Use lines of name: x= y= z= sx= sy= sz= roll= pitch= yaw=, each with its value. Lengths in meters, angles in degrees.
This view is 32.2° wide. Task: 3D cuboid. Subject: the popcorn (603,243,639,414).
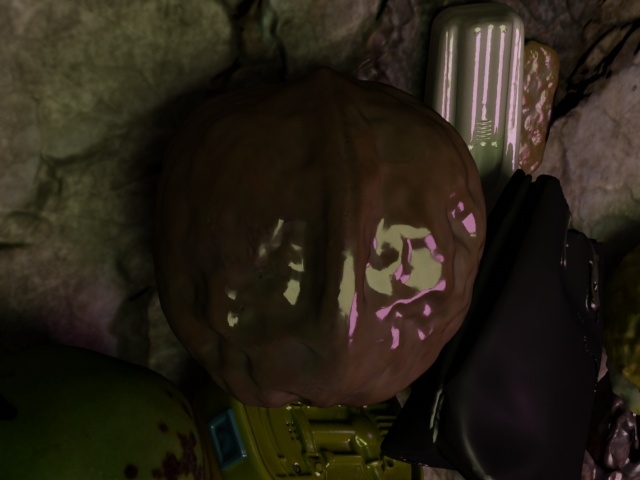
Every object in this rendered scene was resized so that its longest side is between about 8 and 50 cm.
popcorn: x=0.396 y=0.089 z=1.186 sx=0.221 sy=0.204 sz=0.183 roll=-41 pitch=177 yaw=-43

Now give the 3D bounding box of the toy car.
toy car: x=-0.025 y=0.195 z=1.007 sx=0.142 sy=0.200 sz=0.247 roll=-37 pitch=147 yaw=30

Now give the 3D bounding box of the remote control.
remote control: x=0.139 y=-0.098 z=1.006 sx=0.090 sy=0.049 sz=0.230 roll=-9 pitch=122 yaw=-12

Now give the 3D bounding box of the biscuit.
biscuit: x=0.192 y=-0.120 z=1.055 sx=0.071 sy=0.018 sz=0.147 roll=-10 pitch=123 yaw=-25

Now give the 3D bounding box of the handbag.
handbag: x=0.188 y=0.099 z=1.053 sx=0.342 sy=0.152 sz=0.288 roll=36 pitch=73 yaw=-62

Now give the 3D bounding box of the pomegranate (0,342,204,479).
pomegranate: x=-0.201 y=0.203 z=0.834 sx=0.254 sy=0.271 sz=0.254 roll=-21 pitch=163 yaw=-7

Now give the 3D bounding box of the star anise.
star anise: x=0.299 y=0.296 z=1.302 sx=0.331 sy=0.117 sz=0.332 roll=-13 pitch=117 yaw=-27

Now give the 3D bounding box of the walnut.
walnut: x=-0.003 y=0.000 z=0.861 sx=0.227 sy=0.273 sz=0.273 roll=-46 pitch=152 yaw=-64
